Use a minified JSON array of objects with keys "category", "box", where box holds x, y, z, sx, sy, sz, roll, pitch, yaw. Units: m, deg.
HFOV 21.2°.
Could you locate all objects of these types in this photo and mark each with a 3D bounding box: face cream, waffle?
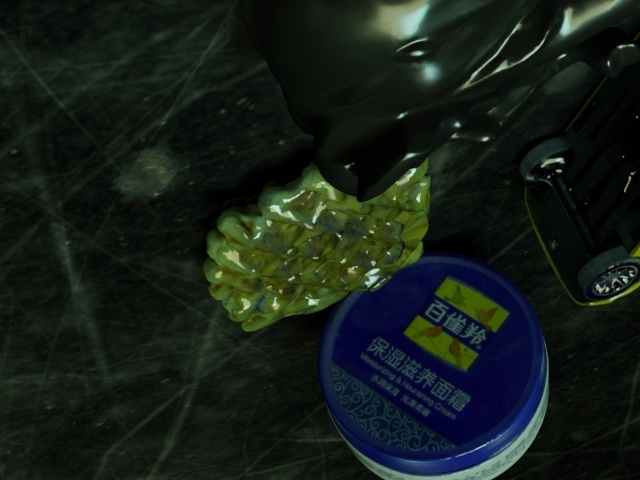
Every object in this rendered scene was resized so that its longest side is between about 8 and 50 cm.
[{"category":"face cream","box":[0.105,0.123,1.557,0.206,0.206,0.111,-22,153,0]},{"category":"waffle","box":[0.000,0.002,1.446,0.204,0.054,0.223,-17,151,-8]}]

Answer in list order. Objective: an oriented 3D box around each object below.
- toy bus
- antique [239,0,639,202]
[{"category":"toy bus","box":[0.303,-0.087,1.406,0.151,0.145,0.331,-4,145,-31]},{"category":"antique","box":[0.073,-0.164,1.108,0.255,0.185,0.322,-32,149,3]}]
